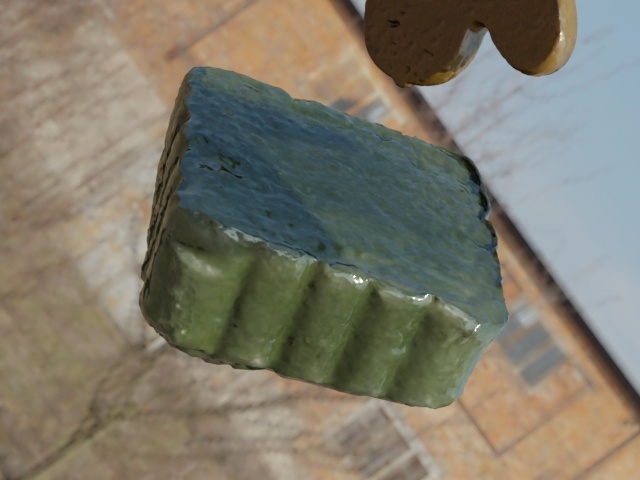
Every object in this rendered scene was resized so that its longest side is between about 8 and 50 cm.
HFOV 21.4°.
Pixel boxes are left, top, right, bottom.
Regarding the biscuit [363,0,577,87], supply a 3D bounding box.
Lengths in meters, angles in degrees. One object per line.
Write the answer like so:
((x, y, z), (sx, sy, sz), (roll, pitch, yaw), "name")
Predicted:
((0.096, -0.146, 0.807), (0.031, 0.205, 0.138), (3, 57, -47), "biscuit")

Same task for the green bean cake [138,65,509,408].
((0.000, 0.000, 0.915), (0.185, 0.094, 0.183), (14, 30, -12), "green bean cake")
